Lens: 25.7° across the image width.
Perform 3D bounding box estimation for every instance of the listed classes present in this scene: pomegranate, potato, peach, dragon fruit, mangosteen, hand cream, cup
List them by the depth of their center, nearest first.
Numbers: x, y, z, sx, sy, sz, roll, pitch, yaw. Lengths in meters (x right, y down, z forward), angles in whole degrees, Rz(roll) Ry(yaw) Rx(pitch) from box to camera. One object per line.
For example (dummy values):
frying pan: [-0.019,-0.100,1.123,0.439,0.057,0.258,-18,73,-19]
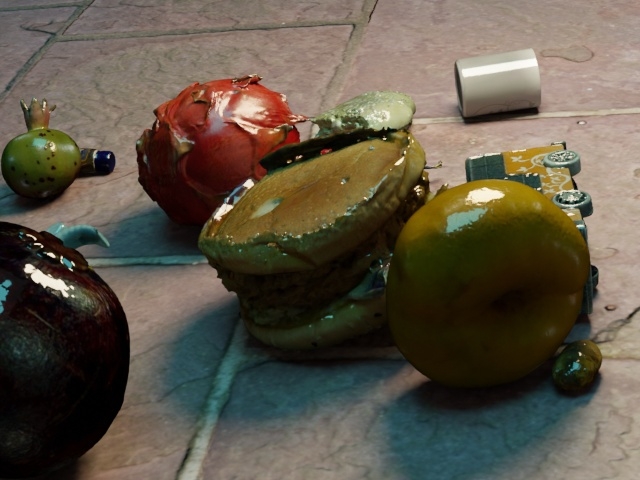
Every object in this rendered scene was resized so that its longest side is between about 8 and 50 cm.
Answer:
mangosteen: [-0.369,0.133,1.577,0.330,0.330,0.330,-6,28,3]
peach: [0.193,0.051,1.611,0.251,0.251,0.153,-14,25,-10]
potato: [0.297,0.143,1.623,0.051,0.040,0.083,11,34,22]
dragon fruit: [-0.147,-0.127,2.062,0.252,0.240,0.241,-3,25,-23]
pomegranate: [-0.456,-0.141,2.253,0.129,0.129,0.159,-18,66,-17]
cup: [0.295,-0.252,2.331,0.133,0.136,0.099,-9,62,0]
hand cream: [-0.421,-0.129,2.335,0.163,0.039,0.062,-2,44,16]

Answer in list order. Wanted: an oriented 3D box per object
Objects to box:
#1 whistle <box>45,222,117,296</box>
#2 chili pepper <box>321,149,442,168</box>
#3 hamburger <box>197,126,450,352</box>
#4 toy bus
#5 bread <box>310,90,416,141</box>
whistle: [-0.387,0.054,1.928,0.274,0.093,0.186,18,64,36]
chili pepper: [0.060,-0.123,2.178,0.268,0.050,0.059,6,47,26]
hamburger: [0.000,0.000,1.775,0.318,0.195,0.277,-5,37,38]
toy bus: [0.270,-0.014,1.825,0.167,0.138,0.275,-7,26,6]
bread: [0.069,-0.197,2.269,0.173,0.064,0.232,-15,13,13]
